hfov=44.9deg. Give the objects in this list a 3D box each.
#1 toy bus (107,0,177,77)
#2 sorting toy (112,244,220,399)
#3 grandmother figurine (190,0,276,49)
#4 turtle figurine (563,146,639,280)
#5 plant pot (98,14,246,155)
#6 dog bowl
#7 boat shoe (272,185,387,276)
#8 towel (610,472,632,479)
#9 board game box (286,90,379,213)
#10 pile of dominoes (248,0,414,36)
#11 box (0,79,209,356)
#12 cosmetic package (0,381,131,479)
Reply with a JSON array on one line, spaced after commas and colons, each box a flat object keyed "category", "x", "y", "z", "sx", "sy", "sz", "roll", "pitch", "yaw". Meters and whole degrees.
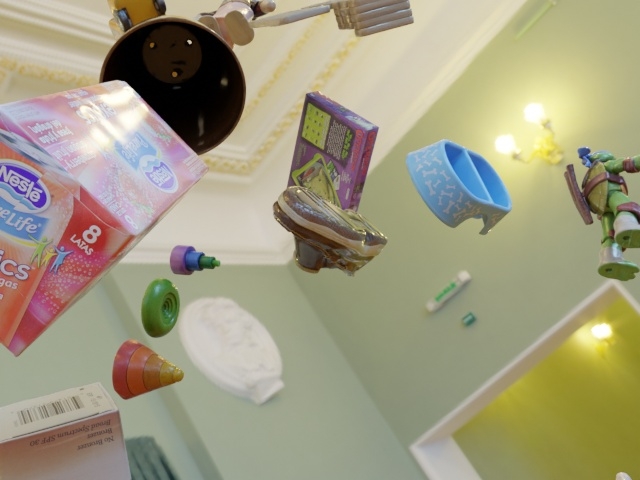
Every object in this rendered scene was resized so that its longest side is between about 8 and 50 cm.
[{"category": "toy bus", "x": -0.385, "y": -0.422, "z": 1.770, "sx": 0.108, "sy": 0.130, "sz": 0.332, "roll": -33, "pitch": -53, "yaw": -20}, {"category": "sorting toy", "x": -0.295, "y": 0.163, "z": 1.592, "sx": 0.126, "sy": 0.365, "sz": 0.127, "roll": 4, "pitch": -37, "yaw": 20}, {"category": "grandmother figurine", "x": -0.199, "y": -0.505, "z": 1.757, "sx": 0.208, "sy": 0.342, "sz": 0.104, "roll": 0, "pitch": -64, "yaw": 5}, {"category": "turtle figurine", "x": 0.602, "y": -0.057, "z": 1.451, "sx": 0.275, "sy": 0.266, "sz": 0.198, "roll": 34, "pitch": -45, "yaw": -20}, {"category": "plant pot", "x": -0.238, "y": -0.274, "z": 1.245, "sx": 0.216, "sy": 0.230, "sz": 0.215, "roll": -5, "pitch": -61, "yaw": -9}, {"category": "dog bowl", "x": 0.276, "y": -0.106, "z": 1.485, "sx": 0.074, "sy": 0.165, "sz": 0.297, "roll": -34, "pitch": -24, "yaw": 27}, {"category": "boat shoe", "x": 0.005, "y": 0.005, "z": 1.009, "sx": 0.095, "sy": 0.095, "sz": 0.257, "roll": -49, "pitch": -28, "yaw": 11}, {"category": "towel", "x": 0.548, "y": 0.546, "z": 1.194, "sx": 0.053, "sy": 0.331, "sz": 0.317, "roll": -35, "pitch": -12, "yaw": 15}, {"category": "board game box", "x": 0.016, "y": -0.163, "z": 1.883, "sx": 0.056, "sy": 0.208, "sz": 0.346, "roll": -18, "pitch": -45, "yaw": -39}, {"category": "pile of dominoes", "x": 0.025, "y": -0.255, "z": 0.881, "sx": 0.196, "sy": 0.040, "sz": 0.251, "roll": -17, "pitch": 17, "yaw": -9}, {"category": "box", "x": -0.228, "y": -0.042, "z": 0.724, "sx": 0.154, "sy": 0.142, "sz": 0.300, "roll": -44, "pitch": 9, "yaw": 12}, {"category": "cosmetic package", "x": -0.314, "y": 0.350, "z": 0.977, "sx": 0.153, "sy": 0.296, "sz": 0.129, "roll": -13, "pitch": 13, "yaw": -25}]
